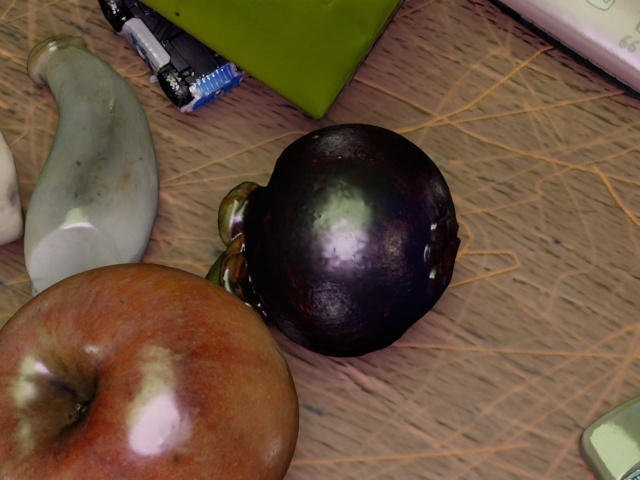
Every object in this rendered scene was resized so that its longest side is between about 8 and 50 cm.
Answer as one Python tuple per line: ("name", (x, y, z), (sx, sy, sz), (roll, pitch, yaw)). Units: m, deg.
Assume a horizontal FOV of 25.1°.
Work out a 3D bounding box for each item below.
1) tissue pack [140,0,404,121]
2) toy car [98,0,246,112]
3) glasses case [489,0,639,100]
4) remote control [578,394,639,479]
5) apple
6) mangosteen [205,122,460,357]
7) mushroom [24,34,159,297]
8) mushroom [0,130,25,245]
("tissue pack", (-0.046, -0.273, 1.233), (0.275, 0.200, 0.167), (34, 34, -1))
("toy car", (-0.141, -0.193, 1.324), (0.080, 0.070, 0.170), (-34, 70, -14))
("glasses case", (0.276, -0.211, 1.307), (0.314, 0.075, 0.122), (35, 79, 10))
("remote control", (0.300, 0.229, 1.133), (0.098, 0.038, 0.233), (-26, 68, -9))
("apple", (-0.139, 0.145, 1.095), (0.254, 0.253, 0.253), (-1, 65, 2))
("mangosteen", (0.000, 0.000, 1.182), (0.230, 0.194, 0.194), (-2, 62, 30))
("mushroom", (-0.201, -0.074, 1.263), (0.118, 0.103, 0.270), (-1, 54, -7))
("mushroom", (-0.405, -0.023, 1.165), (0.336, 0.314, 0.314), (-16, 64, -28))
